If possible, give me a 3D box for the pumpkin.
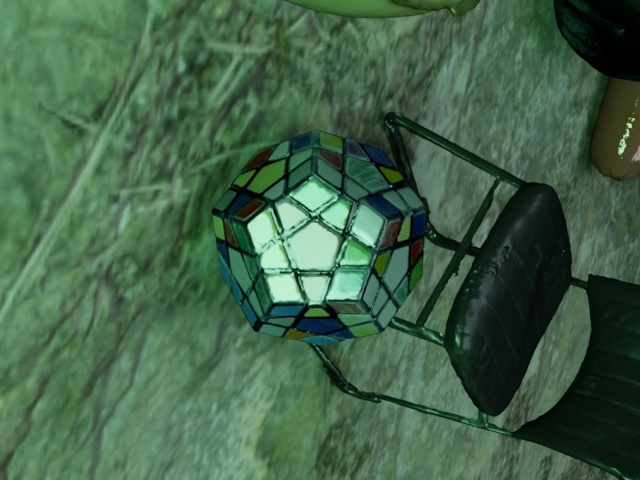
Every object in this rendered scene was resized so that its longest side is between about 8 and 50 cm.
[{"bbox_3d":[0.258,-0.215,0.821,0.202,0.140,0.202,-38,149,-28],"label":"pumpkin"}]

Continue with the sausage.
[{"bbox_3d":[0.293,-0.129,1.007,0.062,0.062,0.154,2,106,-60],"label":"sausage"}]

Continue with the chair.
[{"bbox_3d":[0.115,0.042,0.640,0.140,0.221,0.145,-59,150,-20],"label":"chair"}]

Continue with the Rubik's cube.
[{"bbox_3d":[0.000,0.000,0.550,0.111,0.093,0.111,-34,133,-47],"label":"Rubik's cube"}]

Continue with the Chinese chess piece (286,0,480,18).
[{"bbox_3d":[0.031,-0.228,0.448,0.270,0.112,0.270,-35,135,-45],"label":"Chinese chess piece"}]
